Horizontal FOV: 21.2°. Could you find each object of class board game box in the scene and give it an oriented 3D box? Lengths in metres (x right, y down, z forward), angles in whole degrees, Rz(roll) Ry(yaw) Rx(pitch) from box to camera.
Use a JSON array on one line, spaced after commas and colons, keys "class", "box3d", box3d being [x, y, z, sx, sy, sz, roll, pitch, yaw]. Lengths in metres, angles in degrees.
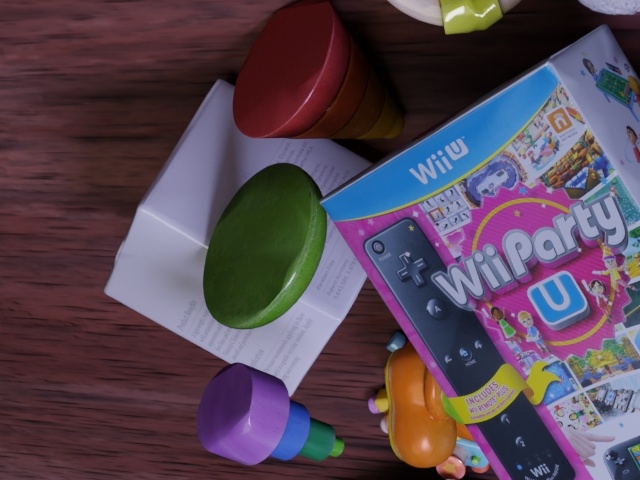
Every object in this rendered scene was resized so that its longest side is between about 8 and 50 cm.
[{"class": "board game box", "box3d": [0.172, 0.041, 1.163, 0.224, 0.097, 0.303, -31, 92, 41]}]

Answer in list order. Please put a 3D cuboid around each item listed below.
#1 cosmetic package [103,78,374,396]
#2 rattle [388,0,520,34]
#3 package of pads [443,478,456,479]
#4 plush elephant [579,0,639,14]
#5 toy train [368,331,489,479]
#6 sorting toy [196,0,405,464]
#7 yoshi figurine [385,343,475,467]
[{"class": "cosmetic package", "box3d": [-0.054, -0.001, 1.394, 0.184, 0.151, 0.151, 30, 146, -2]}, {"class": "rattle", "box3d": [0.073, -0.243, 1.157, 0.130, 0.143, 0.199, -38, 97, 28]}, {"class": "package of pads", "box3d": [0.141, 0.358, 1.669, 0.296, 0.101, 0.229, 36, 138, -24]}, {"class": "plush elephant", "box3d": [0.203, -0.273, 0.932, 0.255, 0.272, 0.330, 31, 111, -23]}, {"class": "toy train", "box3d": [0.107, 0.160, 1.559, 0.166, 0.046, 0.125, 39, 137, -11]}, {"class": "sorting toy", "box3d": [0.000, 0.000, 1.273, 0.126, 0.365, 0.127, 24, 151, -33]}, {"class": "yoshi figurine", "box3d": [0.248, 0.138, 1.372, 0.362, 0.203, 0.203, -10, 141, 32]}]
